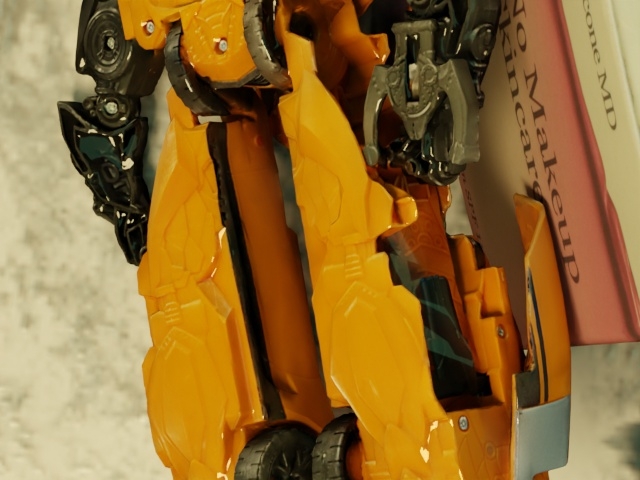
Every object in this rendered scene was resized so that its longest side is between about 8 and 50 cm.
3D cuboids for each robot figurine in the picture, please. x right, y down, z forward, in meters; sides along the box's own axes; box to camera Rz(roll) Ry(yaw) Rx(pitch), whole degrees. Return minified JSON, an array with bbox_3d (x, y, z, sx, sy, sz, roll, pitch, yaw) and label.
[{"bbox_3d":[0.000,0.000,0.718,0.085,0.211,0.291,-2,81,-48],"label":"robot figurine"}]

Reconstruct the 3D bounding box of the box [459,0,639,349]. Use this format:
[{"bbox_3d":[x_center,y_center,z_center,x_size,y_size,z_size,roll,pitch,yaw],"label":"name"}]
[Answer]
[{"bbox_3d":[0.133,-0.044,0.698,0.127,0.232,0.148,-12,88,-9],"label":"box"}]
